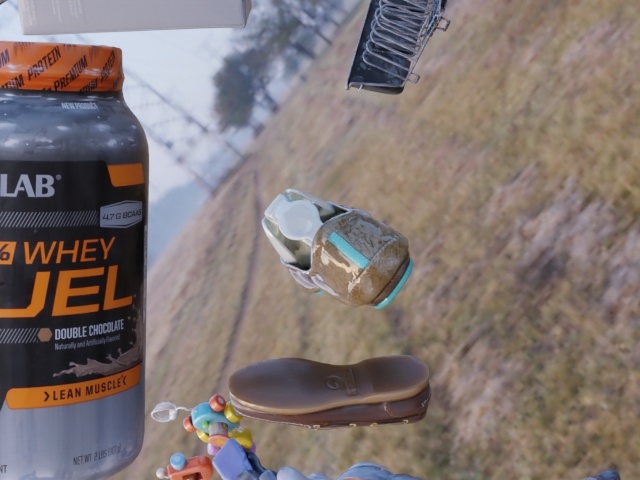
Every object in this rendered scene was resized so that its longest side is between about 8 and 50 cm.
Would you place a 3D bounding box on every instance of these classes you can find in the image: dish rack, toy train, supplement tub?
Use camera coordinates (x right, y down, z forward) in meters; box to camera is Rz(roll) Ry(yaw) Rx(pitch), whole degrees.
[{"bbox_3d":[0.101,-0.275,1.213,0.271,0.074,0.208,123,162,-78],"label":"dish rack"},{"bbox_3d":[-0.139,0.248,1.394,0.166,0.125,0.046,83,173,-49],"label":"toy train"},{"bbox_3d":[-0.240,0.015,0.935,0.207,0.207,0.338,-93,4,-82],"label":"supplement tub"}]

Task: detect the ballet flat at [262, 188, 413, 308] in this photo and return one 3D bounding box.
[{"bbox_3d":[0.000,0.000,1.294,0.116,0.124,0.342,-53,12,-1],"label":"ballet flat"}]

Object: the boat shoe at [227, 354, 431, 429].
[{"bbox_3d":[0.010,0.165,1.209,0.073,0.206,0.073,-90,0,-48],"label":"boat shoe"}]

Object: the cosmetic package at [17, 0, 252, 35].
[{"bbox_3d":[-0.192,-0.285,1.223,0.107,0.237,0.127,-94,3,-66],"label":"cosmetic package"}]

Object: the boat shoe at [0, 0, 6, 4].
[{"bbox_3d":[-0.416,-0.332,1.396,0.123,0.123,0.342,-25,19,35],"label":"boat shoe"}]

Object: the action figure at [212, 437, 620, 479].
[{"bbox_3d":[0.069,0.210,0.878,0.341,0.330,0.179,40,106,44],"label":"action figure"}]
